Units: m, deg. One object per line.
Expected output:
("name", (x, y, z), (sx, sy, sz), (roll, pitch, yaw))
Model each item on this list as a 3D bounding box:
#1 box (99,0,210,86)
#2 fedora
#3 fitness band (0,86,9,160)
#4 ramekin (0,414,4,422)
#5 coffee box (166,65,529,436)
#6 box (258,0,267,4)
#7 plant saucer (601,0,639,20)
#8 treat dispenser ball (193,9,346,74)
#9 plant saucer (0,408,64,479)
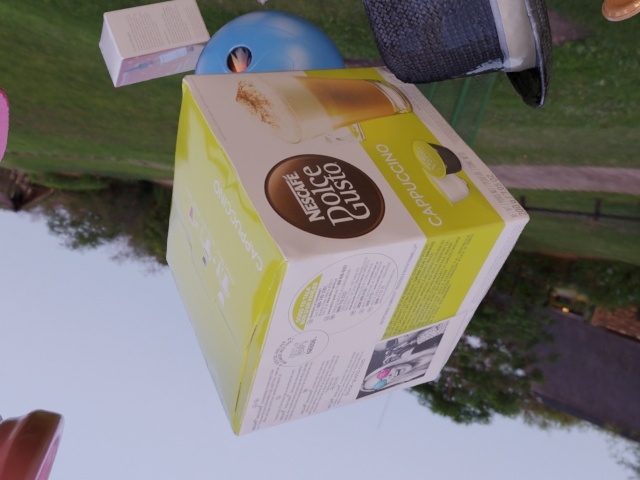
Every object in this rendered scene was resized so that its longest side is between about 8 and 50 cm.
("box", (-0.310, -0.368, 1.212), (0.170, 0.091, 0.130), (-21, 179, -24))
("fedora", (0.118, -0.261, 0.661), (0.152, 0.334, 0.334), (-20, 168, 15))
("fitness band", (-0.515, -0.116, 0.881), (0.054, 0.209, 0.291), (42, 144, -4))
("ramekin", (-0.566, 0.291, 0.867), (0.135, 0.277, 0.277), (30, -176, 25))
("coffee box", (0.000, 0.000, 0.893), (0.334, 0.338, 0.337), (-9, -131, -27))
("box", (-0.032, -0.624, 1.210), (0.307, 0.242, 0.076), (-30, 141, 28))
("plant saucer", (0.461, -0.365, 0.972), (0.013, 0.083, 0.083), (36, 171, -31))
("treat dispenser ball", (-0.090, -0.275, 1.204), (0.288, 0.288, 0.288), (20, 180, 0))
("plant saucer", (-0.307, 0.296, 0.526), (0.084, 0.332, 0.332), (20, 180, -14))
